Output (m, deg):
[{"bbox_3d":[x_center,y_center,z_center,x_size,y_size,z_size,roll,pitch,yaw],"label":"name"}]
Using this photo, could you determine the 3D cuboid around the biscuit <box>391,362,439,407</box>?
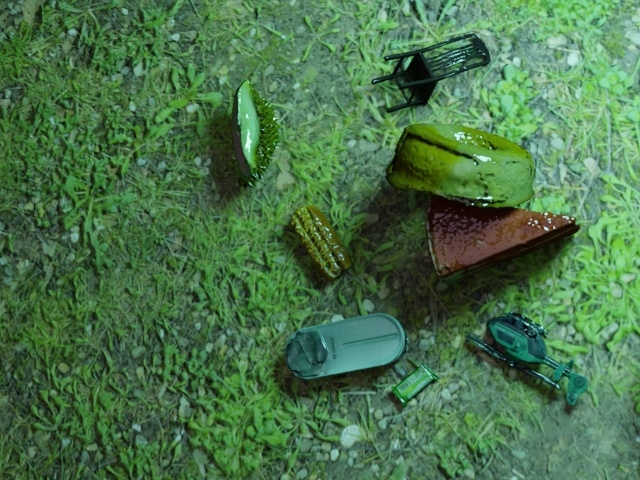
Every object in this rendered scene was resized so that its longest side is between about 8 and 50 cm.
[{"bbox_3d":[0.178,0.271,1.862,0.089,0.016,0.046,-42,72,11],"label":"biscuit"}]

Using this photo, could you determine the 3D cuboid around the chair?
[{"bbox_3d":[0.219,-0.328,1.915,0.213,0.101,0.084,-18,73,-21],"label":"chair"}]

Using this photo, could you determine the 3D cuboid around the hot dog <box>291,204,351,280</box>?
[{"bbox_3d":[0.000,0.000,1.956,0.071,0.045,0.165,-37,72,14],"label":"hot dog"}]

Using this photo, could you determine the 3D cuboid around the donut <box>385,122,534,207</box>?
[{"bbox_3d":[0.257,-0.143,1.759,0.272,0.272,0.107,15,112,22],"label":"donut"}]

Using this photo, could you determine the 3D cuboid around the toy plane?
[{"bbox_3d":[0.380,0.200,1.773,0.235,0.060,0.096,31,101,26],"label":"toy plane"}]

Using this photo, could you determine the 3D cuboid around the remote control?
[{"bbox_3d":[0.048,0.207,1.902,0.247,0.052,0.104,-12,76,19],"label":"remote control"}]

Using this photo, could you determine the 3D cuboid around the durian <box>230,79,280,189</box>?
[{"bbox_3d":[-0.131,-0.207,2.014,0.096,0.137,0.220,2,75,-13],"label":"durian"}]

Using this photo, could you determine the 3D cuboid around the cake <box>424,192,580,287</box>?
[{"bbox_3d":[0.320,-0.039,1.780,0.262,0.158,0.159,-23,75,14],"label":"cake"}]
